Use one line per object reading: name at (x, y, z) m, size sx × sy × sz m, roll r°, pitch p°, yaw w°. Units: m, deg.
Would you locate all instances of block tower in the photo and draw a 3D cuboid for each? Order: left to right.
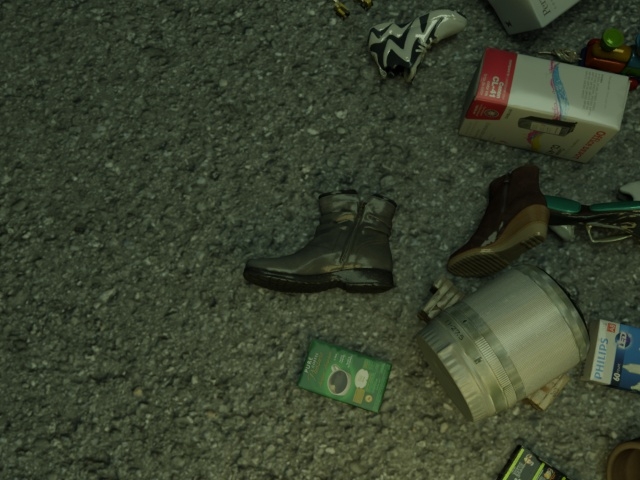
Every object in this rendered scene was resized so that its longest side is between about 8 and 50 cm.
block tower at (0.356, 0.219, 1.508) m, size 0.335 × 0.091 × 0.097 m, roll 41°, pitch 81°, yaw 10°

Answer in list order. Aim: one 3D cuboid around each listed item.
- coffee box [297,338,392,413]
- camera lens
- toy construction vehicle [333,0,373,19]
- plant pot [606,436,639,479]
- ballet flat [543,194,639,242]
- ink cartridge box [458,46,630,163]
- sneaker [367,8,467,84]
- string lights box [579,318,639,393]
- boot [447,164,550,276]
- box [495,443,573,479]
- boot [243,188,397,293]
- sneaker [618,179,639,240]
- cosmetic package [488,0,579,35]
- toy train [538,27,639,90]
coffee box at (0.052, 0.291, 1.525) m, size 0.184 × 0.040 × 0.113 m, roll 16°, pitch 78°, yaw 4°
camera lens at (0.352, 0.192, 1.356) m, size 0.274 × 0.219 × 0.219 m, roll -31°, pitch 79°, yaw -5°
toy construction vehicle at (0.068, -0.588, 1.722) m, size 0.086 × 0.035 × 0.098 m, roll -41°, pitch 80°, yaw -7°
plant pot at (0.738, 0.487, 1.382) m, size 0.229 × 0.263 × 0.263 m, roll -14°, pitch 77°, yaw -21°
ballet flat at (0.574, -0.043, 1.546) m, size 0.281 × 0.095 × 0.096 m, roll 7°, pitch 110°, yaw 26°
ink cartridge box at (0.477, -0.291, 1.549) m, size 0.306 × 0.226 × 0.131 m, roll 15°, pitch 79°, yaw 5°
sneaker at (0.235, -0.442, 1.656) m, size 0.235 × 0.094 × 0.153 m, roll -9°, pitch 79°, yaw 0°
string lights box at (0.698, 0.262, 1.496) m, size 0.260 × 0.077 × 0.133 m, roll 13°, pitch 79°, yaw 4°
boot at (0.388, -0.041, 1.565) m, size 0.248 × 0.090 × 0.206 m, roll -28°, pitch 40°, yaw 33°
box at (0.440, 0.553, 1.457) m, size 0.184 × 0.045 × 0.190 m, roll 33°, pitch 81°, yaw 10°
boot at (0.000, 0.000, 1.567) m, size 0.338 × 0.118 × 0.222 m, roll 3°, pitch 74°, yaw -9°
sneaker at (0.719, -0.027, 1.564) m, size 0.115 × 0.090 × 0.232 m, roll -12°, pitch 68°, yaw 5°
cosmetic package at (0.588, -0.701, 1.628) m, size 0.453 × 0.161 × 0.230 m, roll -38°, pitch 108°, yaw -6°
toy train at (0.639, -0.434, 1.617) m, size 0.248 × 0.143 × 0.105 m, roll 12°, pitch 78°, yaw 4°
